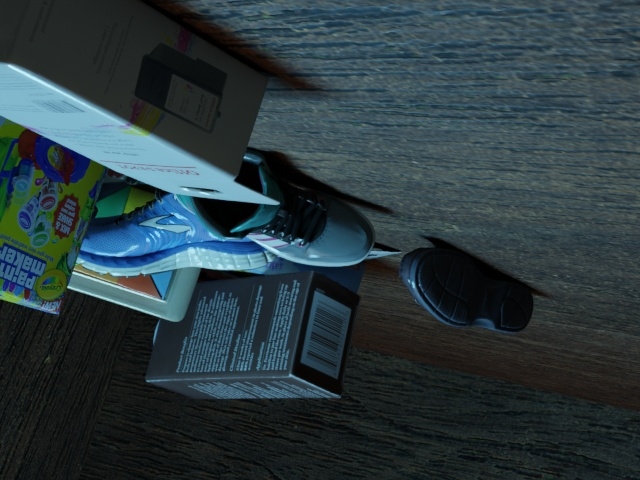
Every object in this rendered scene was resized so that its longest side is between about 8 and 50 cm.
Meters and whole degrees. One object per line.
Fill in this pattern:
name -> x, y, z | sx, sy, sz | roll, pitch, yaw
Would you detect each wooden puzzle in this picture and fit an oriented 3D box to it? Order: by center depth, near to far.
wooden puzzle -> -0.291, -0.007, 1.976 | 0.238, 0.221, 0.044 | 18, -178, -14

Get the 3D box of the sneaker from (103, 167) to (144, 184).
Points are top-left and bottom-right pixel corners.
sneaker -> -0.300, -0.106, 1.899 | 0.169, 0.068, 0.071 | 12, 175, 26

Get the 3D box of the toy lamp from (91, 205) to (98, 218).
toy lamp -> -0.455, -0.109, 1.883 | 0.274, 0.080, 0.080 | 36, 166, -15

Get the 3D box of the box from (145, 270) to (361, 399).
box -> -0.123, 0.174, 2.222 | 0.381, 0.191, 0.143 | -5, 155, 42

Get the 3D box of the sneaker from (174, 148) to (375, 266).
sneaker -> -0.060, -0.043, 1.686 | 0.295, 0.124, 0.178 | 19, 180, -4

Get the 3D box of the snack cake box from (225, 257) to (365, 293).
snack cake box -> -0.072, 0.039, 2.269 | 0.264, 0.089, 0.152 | 21, 171, -26

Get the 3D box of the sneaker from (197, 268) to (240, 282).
sneaker -> -0.134, 0.065, 2.422 | 0.313, 0.136, 0.116 | 25, 144, -4

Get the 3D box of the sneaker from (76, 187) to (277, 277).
sneaker -> -0.223, -0.036, 1.847 | 0.329, 0.147, 0.130 | -5, -160, 1

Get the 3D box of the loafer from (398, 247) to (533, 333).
loafer -> 0.211, 0.079, 1.959 | 0.095, 0.109, 0.302 | 14, 174, 46

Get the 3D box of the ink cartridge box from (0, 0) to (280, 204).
ink cartridge box -> -0.202, -0.152, 1.257 | 0.207, 0.119, 0.353 | 7, 166, 45

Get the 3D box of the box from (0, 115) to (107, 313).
box -> -0.419, -0.087, 1.552 | 0.177, 0.279, 0.290 | 14, 171, 21

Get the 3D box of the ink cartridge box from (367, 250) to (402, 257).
ink cartridge box -> 0.000, 0.000, 2.095 | 0.224, 0.056, 0.181 | 0, 176, -17
